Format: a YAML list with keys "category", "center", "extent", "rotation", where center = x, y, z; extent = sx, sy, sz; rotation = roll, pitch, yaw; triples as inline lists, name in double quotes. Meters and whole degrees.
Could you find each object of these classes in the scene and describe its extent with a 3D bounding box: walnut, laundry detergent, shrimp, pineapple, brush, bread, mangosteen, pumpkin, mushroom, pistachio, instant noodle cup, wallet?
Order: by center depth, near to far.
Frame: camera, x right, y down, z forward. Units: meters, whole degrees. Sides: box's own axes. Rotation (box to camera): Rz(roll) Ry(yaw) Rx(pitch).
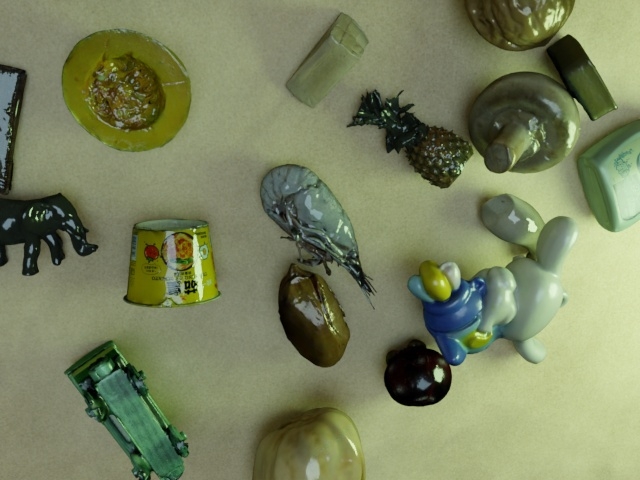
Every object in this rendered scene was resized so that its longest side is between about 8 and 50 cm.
- category: "pumpkin"
  center: [-0.340, -0.273, 1.068]
  extent: [0.217, 0.110, 0.217]
  rotation: [-6, 120, -10]
- category: "wallet"
  center: [-0.603, -0.203, 1.068]
  extent: [0.124, 0.042, 0.230]
  rotation: [11, 105, -16]
- category: "walnut"
  center: [0.360, -0.447, 1.081]
  extent: [0.213, 0.213, 0.213]
  rotation: [-3, 107, -9]
- category: "instant noodle cup"
  center: [-0.280, 0.037, 1.136]
  extent: [0.182, 0.182, 0.144]
  rotation: [-1, 98, -10]
- category: "mushroom"
  center: [0.374, -0.204, 1.139]
  extent: [0.207, 0.207, 0.215]
  rotation: [57, 48, -19]
- category: "bread"
  center: [0.012, -0.340, 1.144]
  extent: [0.077, 0.105, 0.152]
  rotation: [39, 129, -18]
- category: "brush"
  center: [0.495, -0.312, 1.147]
  extent: [0.059, 0.197, 0.123]
  rotation: [-32, 110, 25]
- category: "pineapple"
  center: [0.178, -0.207, 1.179]
  extent: [0.251, 0.125, 0.125]
  rotation: [32, 99, -7]
- category: "shrimp"
  center: [0.004, -0.002, 1.197]
  extent: [0.145, 0.116, 0.343]
  rotation: [-38, 102, 3]
- category: "walnut"
  center: [-0.017, 0.156, 1.231]
  extent: [0.137, 0.137, 0.245]
  rotation: [-28, 108, -1]
- category: "mushroom"
  center: [0.428, -0.025, 1.277]
  extent: [0.212, 0.088, 0.097]
  rotation: [37, 95, -25]
- category: "laundry detergent"
  center: [0.708, -0.158, 1.279]
  extent: [0.280, 0.105, 0.215]
  rotation: [-27, 109, -3]
- category: "pistachio"
  center: [-0.024, 0.496, 1.289]
  extent: [0.238, 0.229, 0.321]
  rotation: [38, 116, 24]
- category: "mangosteen"
  center: [0.210, 0.289, 1.316]
  extent: [0.152, 0.152, 0.152]
  rotation: [-3, 107, -9]

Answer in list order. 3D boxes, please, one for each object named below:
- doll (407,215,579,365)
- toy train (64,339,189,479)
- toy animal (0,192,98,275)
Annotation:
- category: "doll"
  center: [0.346, 0.133, 1.261]
  extent: [0.365, 0.187, 0.376]
  rotation: [-8, 110, -9]
- category: "toy train"
  center: [-0.374, 0.347, 1.195]
  extent: [0.120, 0.202, 0.301]
  rotation: [-36, 111, -23]
- category: "toy animal"
  center: [-0.535, -0.012, 1.099]
  extent: [0.245, 0.114, 0.146]
  rotation: [-2, 108, -9]
